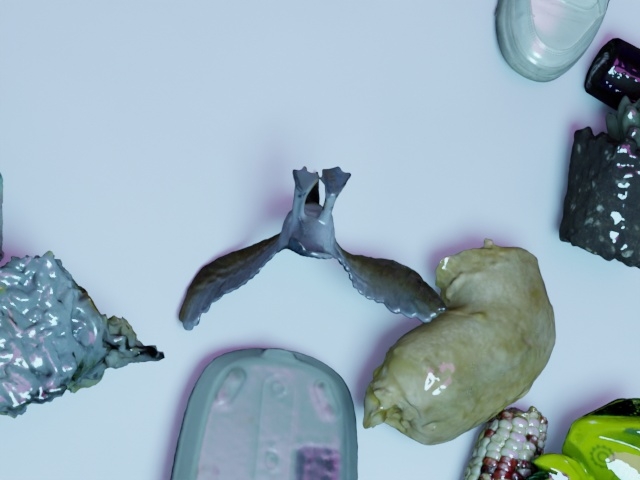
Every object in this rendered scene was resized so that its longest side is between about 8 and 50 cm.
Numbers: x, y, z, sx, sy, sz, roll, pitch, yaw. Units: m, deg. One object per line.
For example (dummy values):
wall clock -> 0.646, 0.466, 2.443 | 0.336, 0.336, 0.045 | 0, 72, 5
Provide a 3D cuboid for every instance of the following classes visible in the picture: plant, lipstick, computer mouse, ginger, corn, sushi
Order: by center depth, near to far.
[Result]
sushi -> -0.302, 0.098, 1.246 | 0.274, 0.184, 0.139 | -21, 89, -18
computer mouse -> -0.059, 0.272, 1.338 | 0.197, 0.095, 0.331 | 12, 71, -15
ginger -> 0.151, 0.121, 1.395 | 0.152, 0.138, 0.267 | 34, 62, 13
corn -> 0.172, 0.304, 1.395 | 0.092, 0.092, 0.280 | 21, 76, -11
plant -> 0.344, -0.072, 1.463 | 0.129, 0.132, 0.194 | 19, 96, -22
lipstick -> 0.445, -0.136, 1.537 | 0.300, 0.081, 0.081 | 28, 76, -8

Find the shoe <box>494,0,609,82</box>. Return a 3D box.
shoe -> 0.301, -0.338, 1.489 | 0.124, 0.159, 0.316 | 19, 75, -13

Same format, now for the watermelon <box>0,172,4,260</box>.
watermelon -> -0.413, -0.022, 1.241 | 0.213, 0.262, 0.201 | -20, 115, -20

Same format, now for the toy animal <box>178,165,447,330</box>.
toy animal -> 0.002, -0.013, 1.353 | 0.272, 0.160, 0.197 | 7, 58, 0

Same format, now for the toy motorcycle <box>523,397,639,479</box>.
toy motorcycle -> 0.361, 0.293, 1.407 | 0.342, 0.142, 0.206 | 32, 81, -15
